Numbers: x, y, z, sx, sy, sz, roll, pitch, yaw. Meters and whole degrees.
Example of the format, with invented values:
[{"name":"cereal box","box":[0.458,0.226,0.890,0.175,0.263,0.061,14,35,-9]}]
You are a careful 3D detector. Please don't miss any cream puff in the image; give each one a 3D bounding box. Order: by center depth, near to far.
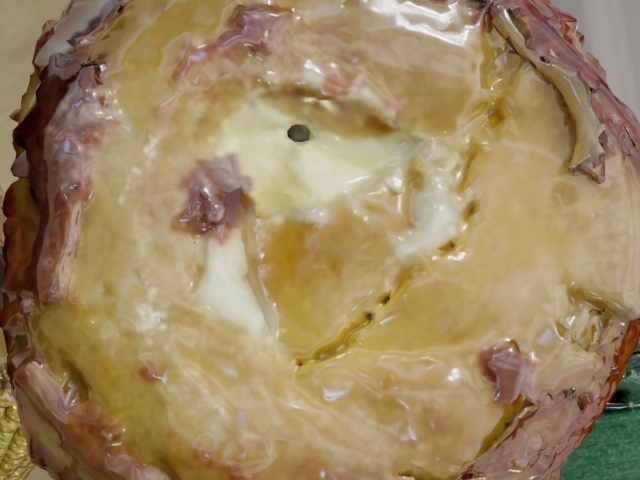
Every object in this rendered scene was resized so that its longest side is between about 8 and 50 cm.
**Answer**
[{"name":"cream puff","box":[-0.003,-0.004,0.899,0.228,0.351,0.350,25,64,-87]}]

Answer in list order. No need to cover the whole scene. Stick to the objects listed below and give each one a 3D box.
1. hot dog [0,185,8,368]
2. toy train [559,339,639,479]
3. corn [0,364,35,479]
[{"name":"hot dog","box":[-0.298,-0.067,1.023,0.367,0.196,0.365,36,30,-80]},{"name":"toy train","box":[0.274,0.126,1.068,0.178,0.330,0.138,49,34,-68]},{"name":"corn","box":[-0.251,0.154,1.270,0.106,0.293,0.106,18,48,-21]}]
